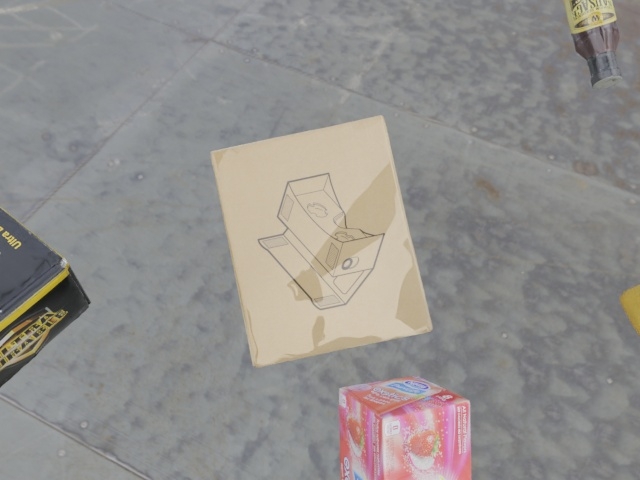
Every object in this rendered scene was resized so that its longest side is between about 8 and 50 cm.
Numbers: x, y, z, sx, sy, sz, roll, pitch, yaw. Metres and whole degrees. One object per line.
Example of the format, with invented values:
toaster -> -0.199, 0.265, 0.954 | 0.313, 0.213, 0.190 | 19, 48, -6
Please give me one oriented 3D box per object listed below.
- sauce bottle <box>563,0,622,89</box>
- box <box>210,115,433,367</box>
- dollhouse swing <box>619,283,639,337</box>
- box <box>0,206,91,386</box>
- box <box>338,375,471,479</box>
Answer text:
sauce bottle -> 0.271, -0.214, 0.475 | 0.042, 0.042, 0.128 | -7, 78, -8
box -> 0.000, 0.000, 0.437 | 0.165, 0.021, 0.201 | -12, 88, 2
dollhouse swing -> 0.363, 0.090, 0.115 | 0.347, 0.305, 0.315 | 40, 26, 0
box -> -0.370, 0.026, 0.313 | 0.322, 0.079, 0.257 | 35, 58, 11
box -> 0.126, 0.377, 0.723 | 0.154, 0.142, 0.299 | -1, 91, -23
